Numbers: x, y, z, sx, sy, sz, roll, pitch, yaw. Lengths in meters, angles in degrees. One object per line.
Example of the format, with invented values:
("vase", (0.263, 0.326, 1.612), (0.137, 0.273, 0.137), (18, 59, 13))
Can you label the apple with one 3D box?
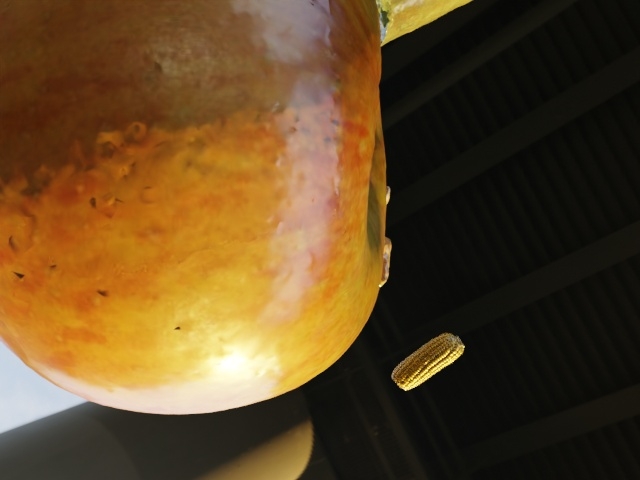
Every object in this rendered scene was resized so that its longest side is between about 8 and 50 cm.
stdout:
("apple", (-0.117, -0.072, 0.685), (0.334, 0.400, 0.400), (3, -79, 7))

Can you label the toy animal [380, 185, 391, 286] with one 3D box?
("toy animal", (0.009, -0.009, 1.137), (0.104, 0.185, 0.183), (13, -97, 46))

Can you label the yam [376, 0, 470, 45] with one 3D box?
("yam", (0.141, -0.269, 0.781), (0.106, 0.259, 0.106), (58, -11, 19))

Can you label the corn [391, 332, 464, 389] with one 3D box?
("corn", (0.126, 0.143, 1.054), (0.092, 0.037, 0.037), (-38, -105, 9))
